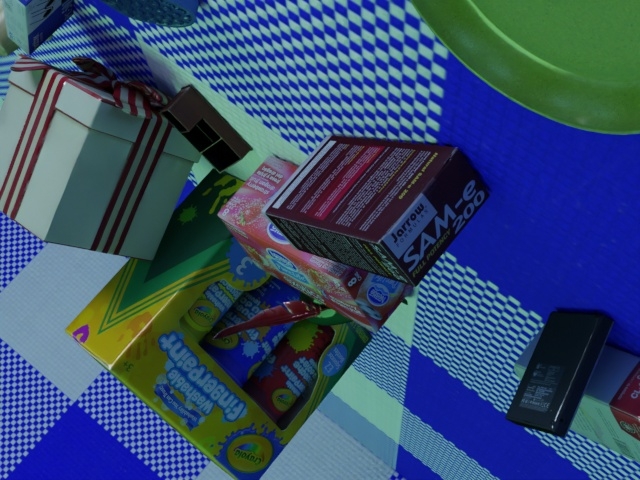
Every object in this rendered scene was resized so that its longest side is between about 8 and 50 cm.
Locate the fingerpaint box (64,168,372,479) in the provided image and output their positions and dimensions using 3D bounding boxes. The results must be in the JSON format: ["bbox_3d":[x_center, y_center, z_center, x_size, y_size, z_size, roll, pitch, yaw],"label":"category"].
[{"bbox_3d":[-0.151,0.166,1.583,0.163,0.371,0.444,26,158,43],"label":"fingerpaint box"}]

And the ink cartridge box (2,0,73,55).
[{"bbox_3d":[-0.391,-0.335,1.267,0.046,0.097,0.207,43,164,-8],"label":"ink cartridge box"}]

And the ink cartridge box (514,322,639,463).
[{"bbox_3d":[0.326,0.178,1.038,0.175,0.072,0.127,22,156,50],"label":"ink cartridge box"}]

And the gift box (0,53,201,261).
[{"bbox_3d":[-0.354,-0.137,1.381,0.255,0.258,0.276,28,-174,31],"label":"gift box"}]

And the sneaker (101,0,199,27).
[{"bbox_3d":[-0.238,-0.316,1.014,0.232,0.090,0.081,20,164,-5],"label":"sneaker"}]

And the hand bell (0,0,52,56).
[{"bbox_3d":[-0.585,-0.307,1.533,0.126,0.242,0.126,38,164,13],"label":"hand bell"}]

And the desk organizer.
[{"bbox_3d":[-0.165,-0.158,1.310,0.130,0.050,0.047,46,164,-20],"label":"desk organizer"}]

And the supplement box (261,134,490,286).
[{"bbox_3d":[0.051,-0.040,0.979,0.073,0.130,0.239,48,164,-28],"label":"supplement box"}]

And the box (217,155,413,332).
[{"bbox_3d":[0.000,0.000,1.222,0.257,0.122,0.128,27,159,41],"label":"box"}]

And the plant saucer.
[{"bbox_3d":[0.144,-0.166,0.580,0.241,0.037,0.241,36,164,12],"label":"plant saucer"}]

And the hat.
[{"bbox_3d":[-0.001,0.122,1.364,0.209,0.183,0.173,28,180,24],"label":"hat"}]

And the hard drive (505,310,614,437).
[{"bbox_3d":[0.256,0.140,0.983,0.022,0.135,0.094,30,168,-16],"label":"hard drive"}]
